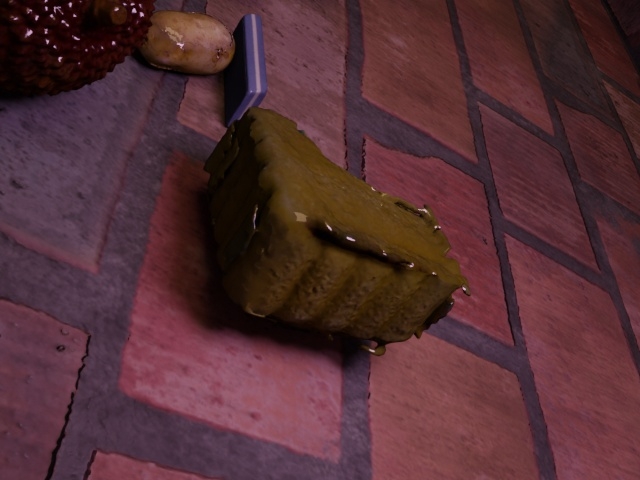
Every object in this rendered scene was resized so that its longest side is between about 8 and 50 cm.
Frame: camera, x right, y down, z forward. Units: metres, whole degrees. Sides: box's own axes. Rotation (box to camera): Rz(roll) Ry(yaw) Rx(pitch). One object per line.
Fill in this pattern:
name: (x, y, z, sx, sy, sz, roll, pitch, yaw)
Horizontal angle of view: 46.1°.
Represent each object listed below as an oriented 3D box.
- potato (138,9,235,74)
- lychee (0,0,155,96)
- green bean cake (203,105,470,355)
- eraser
potato: (-0.204, -0.302, 1.149, 0.107, 0.080, 0.171, 49, 33, 20)
lychee: (-0.335, -0.303, 0.886, 0.304, 0.275, 0.276, 31, 30, 26)
green bean cake: (0.000, 0.000, 0.970, 0.310, 0.202, 0.285, 22, 30, -28)
eraser: (-0.122, -0.273, 1.195, 0.036, 0.082, 0.225, 18, 43, -28)
